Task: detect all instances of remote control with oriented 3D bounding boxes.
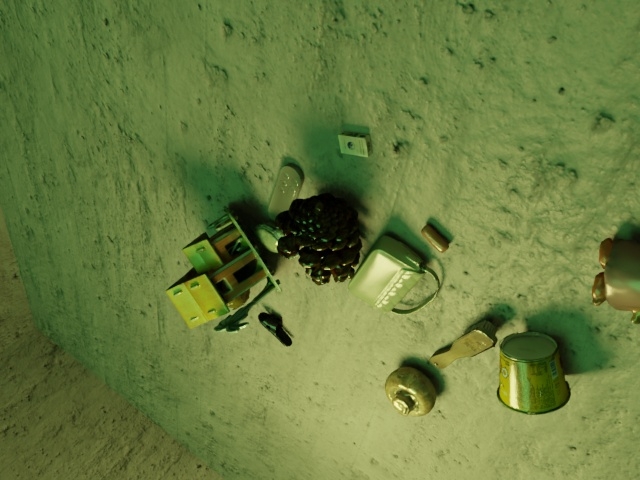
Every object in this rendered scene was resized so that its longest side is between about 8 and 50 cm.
[{"bbox_3d":[-0.103,-0.132,1.924,0.077,0.022,0.245,39,140,12],"label":"remote control"}]

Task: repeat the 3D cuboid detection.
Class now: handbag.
[{"bbox_3d":[0.210,0.113,1.810,0.219,0.079,0.256,33,140,0],"label":"handbag"}]

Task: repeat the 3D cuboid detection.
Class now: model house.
[{"bbox_3d":[-0.322,0.117,2.007,0.300,0.324,0.340,58,175,-16],"label":"model house"}]

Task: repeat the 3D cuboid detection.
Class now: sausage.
[{"bbox_3d":[0.291,-0.005,1.661,0.083,0.034,0.034,46,141,4],"label":"sausage"}]

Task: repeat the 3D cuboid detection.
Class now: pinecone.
[{"bbox_3d":[0.000,0.000,1.782,0.244,0.244,0.309,19,147,30],"label":"pinecone"}]

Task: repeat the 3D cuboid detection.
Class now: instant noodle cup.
[{"bbox_3d":[0.524,0.321,1.624,0.182,0.182,0.144,6,116,40],"label":"instant noodle cup"}]

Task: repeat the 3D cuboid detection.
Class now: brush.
[{"bbox_3d":[0.395,0.289,1.805,0.070,0.065,0.327,38,150,2],"label":"brush"}]

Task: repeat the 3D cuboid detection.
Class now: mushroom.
[{"bbox_3d":[0.274,0.467,2.004,0.166,0.127,0.166,19,127,27],"label":"mushroom"}]

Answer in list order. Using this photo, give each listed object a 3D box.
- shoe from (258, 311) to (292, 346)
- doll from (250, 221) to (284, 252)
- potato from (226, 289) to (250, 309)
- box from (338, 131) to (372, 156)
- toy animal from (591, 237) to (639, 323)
[{"bbox_3d":[-0.150,0.307,2.312,0.159,0.062,0.053,48,128,0],"label":"shoe"},{"bbox_3d":[-0.150,-0.009,2.022,0.214,0.071,0.103,16,153,46],"label":"doll"},{"bbox_3d":[-0.331,0.131,2.251,0.113,0.149,0.251,17,141,48],"label":"potato"},{"bbox_3d":[0.088,-0.244,1.654,0.083,0.024,0.054,14,133,33],"label":"box"},{"bbox_3d":[0.682,0.080,1.277,0.281,0.169,0.195,12,95,33],"label":"toy animal"}]
